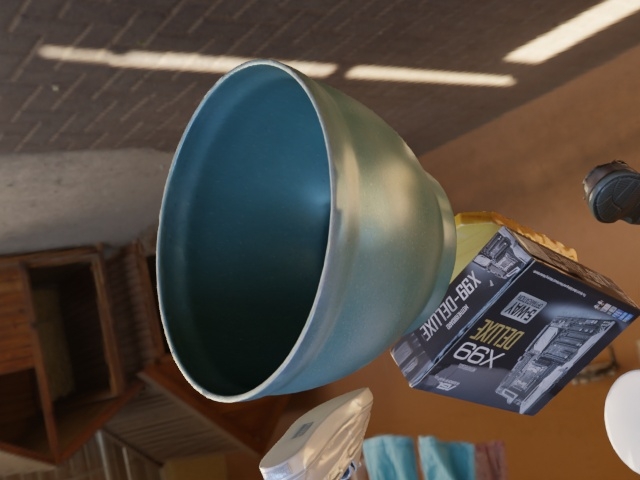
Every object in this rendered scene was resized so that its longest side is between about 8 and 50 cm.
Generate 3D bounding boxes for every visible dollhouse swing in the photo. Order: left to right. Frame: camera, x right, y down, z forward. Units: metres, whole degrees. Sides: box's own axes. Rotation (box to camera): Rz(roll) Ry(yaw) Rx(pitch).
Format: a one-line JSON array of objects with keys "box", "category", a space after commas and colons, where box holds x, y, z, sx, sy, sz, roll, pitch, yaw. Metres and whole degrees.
[{"box": [0.287, -0.009, 1.581, 0.346, 0.315, 0.305, 22, 127, -25], "category": "dollhouse swing"}]

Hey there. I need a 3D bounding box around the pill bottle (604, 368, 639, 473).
[{"box": [0.502, 0.210, 0.972, 0.301, 0.169, 0.169, 1, 169, -29], "category": "pill bottle"}]

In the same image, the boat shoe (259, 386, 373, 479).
[{"box": [0.010, 0.192, 0.726, 0.066, 0.063, 0.184, -24, -179, 21], "category": "boat shoe"}]

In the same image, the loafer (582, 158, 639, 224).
[{"box": [0.473, -0.082, 1.263, 0.267, 0.084, 0.096, 10, 126, -49], "category": "loafer"}]

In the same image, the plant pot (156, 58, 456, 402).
[{"box": [0.000, 0.000, 0.732, 0.196, 0.293, 0.293, 8, 164, -35], "category": "plant pot"}]

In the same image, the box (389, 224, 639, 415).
[{"box": [0.284, 0.128, 1.124, 0.307, 0.077, 0.242, 22, 116, -41], "category": "box"}]
